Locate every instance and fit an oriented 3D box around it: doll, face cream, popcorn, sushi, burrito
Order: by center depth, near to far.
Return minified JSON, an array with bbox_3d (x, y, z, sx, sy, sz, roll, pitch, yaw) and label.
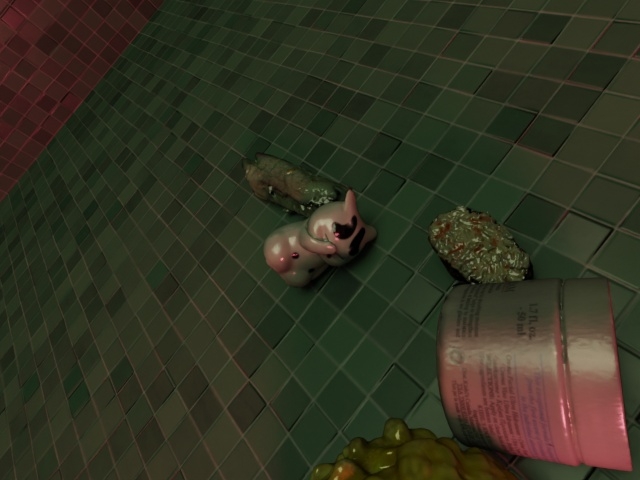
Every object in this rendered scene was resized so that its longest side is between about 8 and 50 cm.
[{"bbox_3d":[0.087,0.300,0.393,0.249,0.249,0.225,-35,16,14],"label":"popcorn"},{"bbox_3d":[0.219,0.128,0.449,0.152,0.177,0.177,-6,61,33],"label":"face cream"},{"bbox_3d":[0.213,0.019,0.583,0.090,0.078,0.150,-43,47,6],"label":"sushi"},{"bbox_3d":[-0.006,0.004,0.725,0.180,0.110,0.107,-24,32,23],"label":"doll"},{"bbox_3d":[-0.064,-0.109,0.861,0.309,0.066,0.096,30,78,41],"label":"burrito"}]
